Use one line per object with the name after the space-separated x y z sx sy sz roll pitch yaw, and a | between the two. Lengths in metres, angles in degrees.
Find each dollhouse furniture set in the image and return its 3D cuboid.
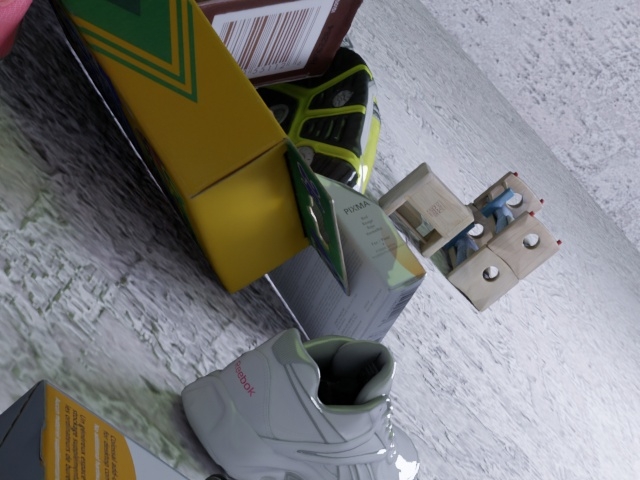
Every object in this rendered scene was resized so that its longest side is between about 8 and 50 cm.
0.174 -0.040 1.745 0.183 0.129 0.129 44 17 -21 | dollhouse furniture set

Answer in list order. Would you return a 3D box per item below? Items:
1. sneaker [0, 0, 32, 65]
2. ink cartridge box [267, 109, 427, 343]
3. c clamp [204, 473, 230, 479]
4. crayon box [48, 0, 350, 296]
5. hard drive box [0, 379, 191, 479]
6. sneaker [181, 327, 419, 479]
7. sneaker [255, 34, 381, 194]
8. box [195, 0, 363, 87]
-0.219 -0.165 0.935 0.116 0.136 0.314 45 16 -19 | sneaker
0.000 0.000 1.169 0.045 0.145 0.179 -20 67 -29 | ink cartridge box
-0.079 0.151 0.806 0.160 0.022 0.137 28 26 -52 | c clamp
-0.102 -0.097 1.072 0.323 0.083 0.203 55 -8 20 | crayon box
-0.063 0.197 0.624 0.232 0.089 0.181 41 19 -31 | hard drive box
0.018 0.120 0.971 0.232 0.115 0.090 28 27 -54 | sneaker
0.009 -0.113 1.448 0.147 0.145 0.385 58 17 -31 | sneaker
-0.142 -0.314 1.355 0.191 0.143 0.381 -15 61 -32 | box
